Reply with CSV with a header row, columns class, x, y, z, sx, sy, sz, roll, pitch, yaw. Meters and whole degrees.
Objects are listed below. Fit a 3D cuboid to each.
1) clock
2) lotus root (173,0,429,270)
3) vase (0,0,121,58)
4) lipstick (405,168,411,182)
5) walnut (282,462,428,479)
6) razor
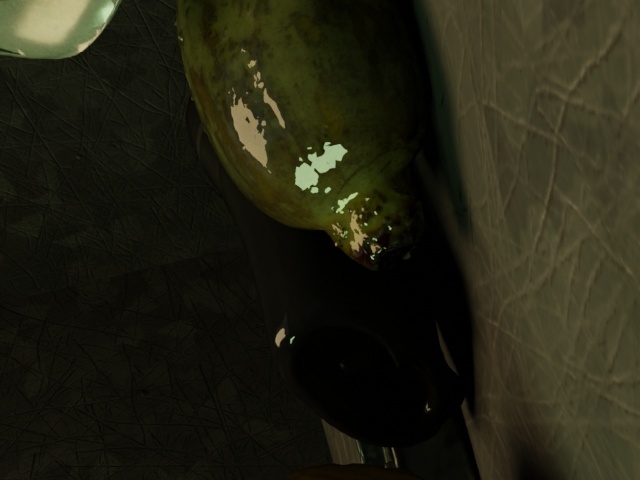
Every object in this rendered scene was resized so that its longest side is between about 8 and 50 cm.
class,x,y,z,sx,sy,sz,roll,pitch,yaw
clock,0.082,0.202,1.151,0.325,0.067,0.325,167,90,-85
lotus root,-0.008,-0.122,0.860,0.173,0.173,0.309,86,168,-62
vase,-0.167,-0.309,0.957,0.445,0.250,0.249,-70,-25,-52
lipstick,0.043,-0.083,1.030,0.129,0.030,0.030,-113,11,-61
walnut,0.017,0.291,0.753,0.333,0.333,0.332,167,90,-85
razor,0.001,-0.002,1.007,0.204,0.113,0.349,43,-165,-41
